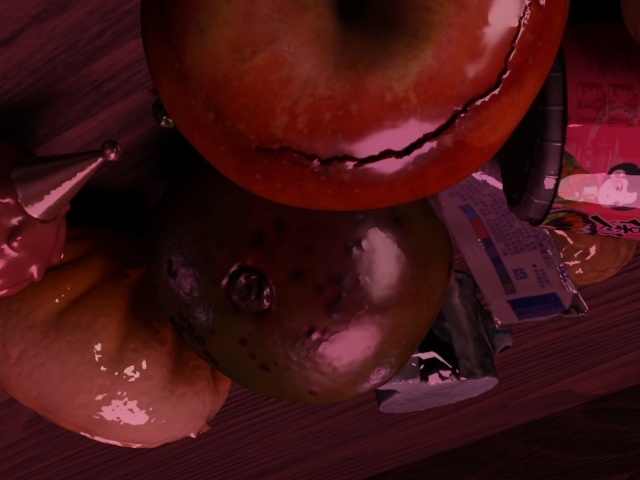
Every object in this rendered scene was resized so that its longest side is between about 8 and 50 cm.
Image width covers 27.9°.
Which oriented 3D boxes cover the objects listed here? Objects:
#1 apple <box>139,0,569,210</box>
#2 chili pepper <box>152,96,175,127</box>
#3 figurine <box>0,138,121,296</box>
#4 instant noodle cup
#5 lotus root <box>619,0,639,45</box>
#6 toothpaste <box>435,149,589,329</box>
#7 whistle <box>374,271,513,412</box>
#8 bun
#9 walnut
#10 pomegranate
[{"bbox_3d":[0.023,-0.143,0.845,0.272,0.251,0.206,-32,176,3],"label":"apple"},{"bbox_3d":[-0.092,-0.133,1.130,0.118,0.035,0.055,-20,176,-12],"label":"chili pepper"},{"bbox_3d":[-0.335,0.004,1.135,0.387,0.166,0.207,-16,141,13],"label":"figurine"},{"bbox_3d":[0.267,-0.103,1.183,0.182,0.302,0.258,3,-157,-4],"label":"instant noodle cup"},{"bbox_3d":[0.333,-0.231,0.927,0.183,0.182,0.310,-8,158,-17],"label":"lotus root"},{"bbox_3d":[0.173,-0.027,1.306,0.068,0.282,0.099,-37,-157,-18],"label":"toothpaste"},{"bbox_3d":[0.117,0.146,1.876,0.188,0.168,0.405,-24,159,31],"label":"whistle"},{"bbox_3d":[-0.211,0.076,1.331,0.299,0.299,0.164,10,116,-50],"label":"bun"},{"bbox_3d":[0.253,-0.031,1.427,0.198,0.198,0.245,-25,156,30],"label":"walnut"},{"bbox_3d":[-0.021,0.013,1.254,0.291,0.290,0.323,-14,-174,1],"label":"pomegranate"}]
